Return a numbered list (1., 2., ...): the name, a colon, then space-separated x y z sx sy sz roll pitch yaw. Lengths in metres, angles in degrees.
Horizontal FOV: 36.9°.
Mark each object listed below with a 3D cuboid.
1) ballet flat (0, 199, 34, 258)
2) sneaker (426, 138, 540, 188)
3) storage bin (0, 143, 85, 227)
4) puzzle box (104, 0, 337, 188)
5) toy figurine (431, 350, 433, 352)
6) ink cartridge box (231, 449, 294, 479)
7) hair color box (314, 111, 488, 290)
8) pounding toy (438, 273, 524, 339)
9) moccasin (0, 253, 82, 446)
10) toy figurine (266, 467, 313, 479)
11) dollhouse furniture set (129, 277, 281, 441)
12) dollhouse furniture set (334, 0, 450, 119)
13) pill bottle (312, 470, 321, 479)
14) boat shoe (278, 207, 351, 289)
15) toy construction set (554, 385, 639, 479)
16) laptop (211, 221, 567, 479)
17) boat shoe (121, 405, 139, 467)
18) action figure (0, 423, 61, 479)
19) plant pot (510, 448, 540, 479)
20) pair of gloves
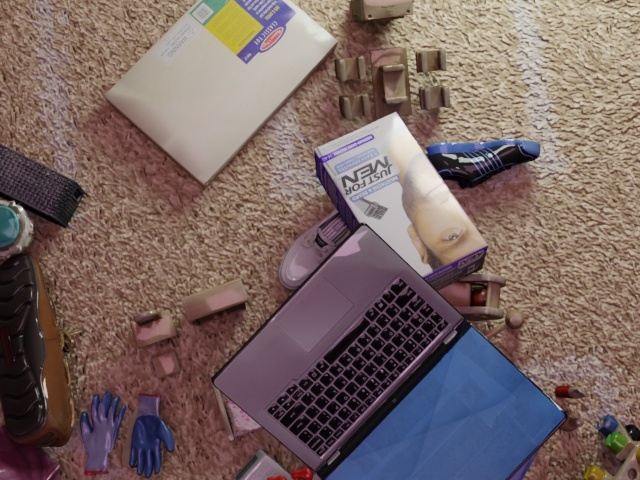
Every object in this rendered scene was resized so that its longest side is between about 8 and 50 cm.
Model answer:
1. ballet flat: -0.738 0.005 1.812 0.409 0.147 0.147 -4 81 -2
2. sneaker: 0.329 -0.151 1.932 0.232 0.081 0.090 -3 84 3
3. storage bin: -0.559 -0.105 1.843 0.180 0.122 0.084 25 80 1
4. puzzle box: -0.196 -0.341 1.939 0.272 0.052 0.409 42 81 4
5. toy figurine: 0.104 0.228 1.781 0.213 0.148 0.209 23 115 -1
6. ink cartridge box: -0.091 0.541 1.817 0.232 0.066 0.189 45 80 -17
7. hair color box: 0.145 -0.061 1.798 0.185 0.110 0.338 -26 65 -11
8. pounding toy: 0.270 0.141 1.839 0.270 0.154 0.154 6 80 -2
9. moccasin: -0.530 0.201 1.791 0.139 0.147 0.380 -28 64 8
10. toy figurine: -0.006 0.547 1.735 0.363 0.217 0.191 -15 47 11
11. dollhouse furniture set: -0.161 0.267 1.783 0.303 0.174 0.355 -18 82 -6
12. dollhouse furniture set: 0.133 -0.373 1.945 0.212 0.161 0.242 -8 104 -5
13. pill bottle: 0.068 0.485 1.796 0.108 0.108 0.180 -41 86 -9
14. boat shoe: 0.000 0.000 1.884 0.083 0.076 0.226 39 81 3
15. toy construction set: 0.533 0.415 1.770 0.257 0.237 0.308 -27 83 -7
16. laptop: 0.100 0.257 1.573 0.408 0.236 0.382 43 92 -13
17. boat shoe: -0.340 0.367 1.824 0.049 0.042 0.133 12 79 22
18. action figure: -0.587 0.428 1.630 0.248 0.370 0.275 -11 102 9
19. plant pot: 0.246 0.415 1.761 0.212 0.236 0.236 32 80 9
20. pair of gloves: -0.363 0.364 1.799 0.198 0.023 0.159 -3 75 16
